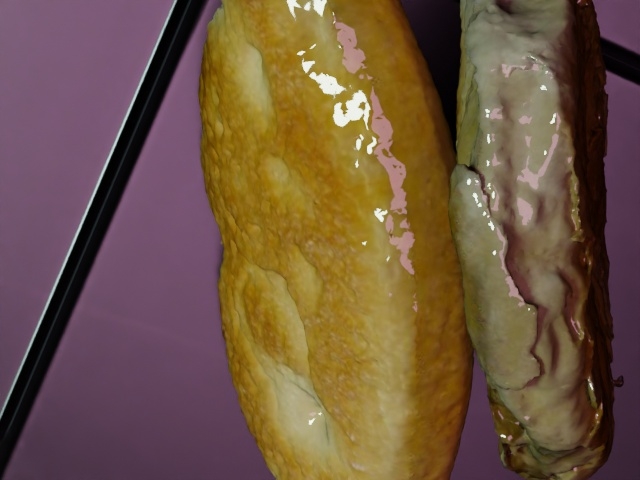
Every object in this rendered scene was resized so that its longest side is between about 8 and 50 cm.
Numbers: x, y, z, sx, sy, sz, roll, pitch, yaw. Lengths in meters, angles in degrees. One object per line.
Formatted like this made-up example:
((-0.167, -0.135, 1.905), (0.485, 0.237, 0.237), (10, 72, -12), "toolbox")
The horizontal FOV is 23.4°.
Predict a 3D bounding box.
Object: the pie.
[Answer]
((0.077, -0.006, 0.529), (0.046, 0.195, 0.195), (-2, 102, 14), "pie")

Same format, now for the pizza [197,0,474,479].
((0.004, 0.005, 0.567), (0.056, 0.134, 0.271), (-20, 106, -28), "pizza")
